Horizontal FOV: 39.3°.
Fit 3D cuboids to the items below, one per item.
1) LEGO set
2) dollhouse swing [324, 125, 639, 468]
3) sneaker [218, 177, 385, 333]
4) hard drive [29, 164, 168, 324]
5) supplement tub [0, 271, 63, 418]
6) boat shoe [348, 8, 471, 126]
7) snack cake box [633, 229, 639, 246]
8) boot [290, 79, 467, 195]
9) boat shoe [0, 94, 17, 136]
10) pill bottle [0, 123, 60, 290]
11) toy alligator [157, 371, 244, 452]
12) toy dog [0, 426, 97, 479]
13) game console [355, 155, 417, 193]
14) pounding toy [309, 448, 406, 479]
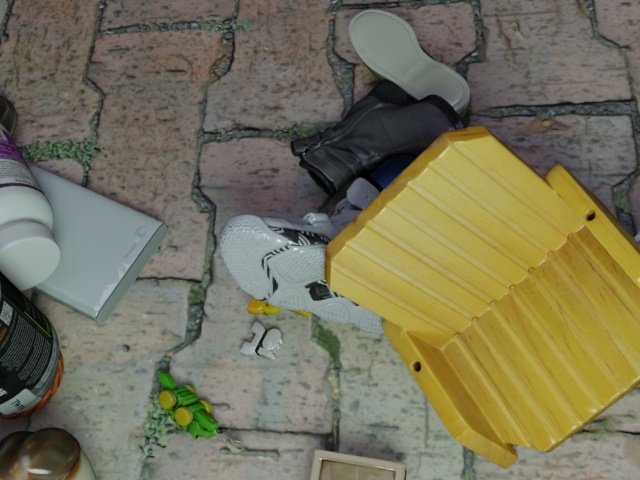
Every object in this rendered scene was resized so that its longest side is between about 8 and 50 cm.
[{"bbox_3d":[-0.042,0.085,1.424,0.093,0.087,0.227,19,66,20],"label":"LEGO set"},{"bbox_3d":[0.234,0.080,1.174,0.347,0.305,0.315,-43,56,18],"label":"dollhouse swing"},{"bbox_3d":[0.000,0.000,1.355,0.137,0.366,0.210,-42,40,34],"label":"sneaker"},{"bbox_3d":[-0.449,0.000,1.575,0.308,0.040,0.203,22,67,22],"label":"hard drive"},{"bbox_3d":[-0.519,0.146,1.342,0.194,0.316,0.193,-5,59,9],"label":"supplement tub"},{"bbox_3d":[0.158,-0.305,1.611,0.109,0.091,0.305,-39,60,-4],"label":"boat shoe"},{"bbox_3d":[0.523,-0.001,1.244,0.152,0.264,0.089,-11,52,-33],"label":"snack cake box"},{"bbox_3d":[0.096,-0.143,1.471,0.223,0.118,0.338,-35,25,-10],"label":"boot"},{"bbox_3d":[-0.740,-0.172,1.675,0.355,0.130,0.132,-34,60,-10],"label":"boat shoe"},{"bbox_3d":[-0.554,-0.060,1.508,0.169,0.169,0.301,-32,59,-9],"label":"pill bottle"},{"bbox_3d":[-0.193,0.275,1.365,0.190,0.056,0.051,39,115,26],"label":"toy alligator"},{"bbox_3d":[-0.392,0.448,1.171,0.396,0.284,0.407,-7,59,-9],"label":"toy dog"},{"bbox_3d":[0.145,-0.116,1.504,0.144,0.085,0.124,-40,68,-14],"label":"game console"},{"bbox_3d":[0.068,0.406,1.220,0.181,0.094,0.206,7,71,9],"label":"pounding toy"}]
